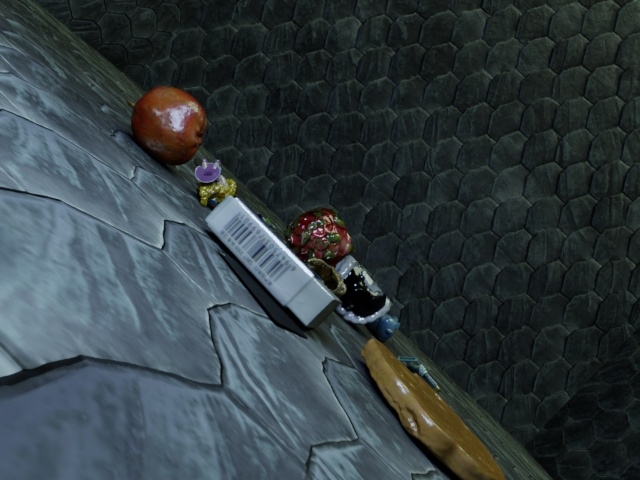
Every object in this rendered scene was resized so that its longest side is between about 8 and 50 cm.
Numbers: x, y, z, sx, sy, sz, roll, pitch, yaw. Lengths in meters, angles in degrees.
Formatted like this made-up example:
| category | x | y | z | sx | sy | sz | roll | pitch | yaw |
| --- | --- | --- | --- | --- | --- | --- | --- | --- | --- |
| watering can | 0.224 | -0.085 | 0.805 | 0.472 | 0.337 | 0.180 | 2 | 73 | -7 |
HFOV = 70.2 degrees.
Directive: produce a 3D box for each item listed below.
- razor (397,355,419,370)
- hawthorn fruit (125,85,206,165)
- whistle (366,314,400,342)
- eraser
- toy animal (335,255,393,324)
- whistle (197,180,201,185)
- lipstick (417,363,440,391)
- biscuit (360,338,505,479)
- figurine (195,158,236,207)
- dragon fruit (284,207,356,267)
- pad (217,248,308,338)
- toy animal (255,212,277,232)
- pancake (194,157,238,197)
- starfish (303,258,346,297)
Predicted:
| category | x | y | z | sx | sy | sz | roll | pitch | yaw |
| --- | --- | --- | --- | --- | --- | --- | --- | --- | --- |
| razor | 0.326 | 0.444 | 1.613 | 0.068 | 0.037 | 0.191 | -2 | -24 | 21 |
| hawthorn fruit | -0.380 | -0.285 | 1.100 | 0.200 | 0.179 | 0.179 | 25 | 6 | -17 |
| whistle | 0.219 | 0.303 | 1.721 | 0.180 | 0.093 | 0.269 | 17 | 7 | -14 |
| eraser | -0.087 | 0.042 | 0.861 | 0.279 | 0.081 | 0.124 | 44 | -2 | 14 |
| toy animal | 0.106 | 0.165 | 1.421 | 0.208 | 0.156 | 0.204 | 51 | -2 | -5 |
| whistle | -0.312 | -0.147 | 1.311 | 0.109 | 0.046 | 0.057 | 37 | 12 | 34 |
| lipstick | 0.405 | 0.519 | 1.702 | 0.116 | 0.037 | 0.037 | 48 | 3 | 25 |
| biscuit | 0.211 | 0.340 | 0.885 | 0.312 | 0.057 | 0.351 | 43 | 3 | -37 |
| figurine | -0.264 | -0.113 | 1.134 | 0.094 | 0.115 | 0.156 | 11 | -24 | 5 |
| dragon fruit | -0.011 | 0.004 | 1.681 | 0.231 | 0.237 | 0.302 | 64 | -9 | 2 |
| pad | -0.099 | 0.089 | 0.771 | 0.193 | 0.004 | 0.116 | 43 | -1 | 34 |
| toy animal | -0.197 | -0.050 | 1.814 | 0.075 | 0.041 | 0.217 | 42 | -4 | 22 |
| pancake | -0.420 | -0.254 | 1.848 | 0.235 | 0.029 | 0.212 | 42 | 2 | -35 |
| starfish | 0.004 | 0.098 | 1.212 | 0.146 | 0.074 | 0.190 | 50 | -21 | -14 |
